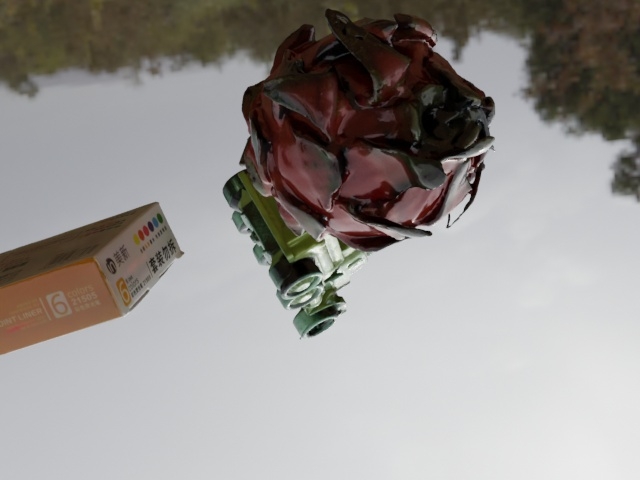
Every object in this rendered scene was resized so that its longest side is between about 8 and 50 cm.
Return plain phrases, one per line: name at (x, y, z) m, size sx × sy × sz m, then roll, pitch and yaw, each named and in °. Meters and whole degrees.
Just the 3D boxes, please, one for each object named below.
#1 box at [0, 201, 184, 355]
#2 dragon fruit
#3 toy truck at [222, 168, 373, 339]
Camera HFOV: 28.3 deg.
box at (-0.339, 0.054, 1.616) m, size 0.274 × 0.091 × 0.221 m, roll -16°, pitch -165°, yaw 21°
dragon fruit at (0.046, -0.087, 1.030) m, size 0.193 × 0.192 × 0.274 m, roll -6°, pitch -177°, yaw -45°
toy truck at (-0.002, 0.002, 1.295) m, size 0.135 × 0.128 × 0.259 m, roll -29°, pitch 160°, yaw -7°
